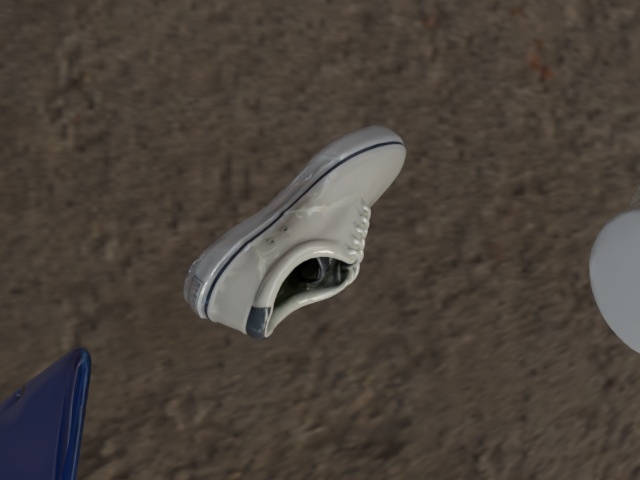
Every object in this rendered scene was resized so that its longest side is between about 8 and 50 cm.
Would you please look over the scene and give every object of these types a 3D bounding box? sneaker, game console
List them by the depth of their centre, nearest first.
[{"bbox_3d":[-0.194,0.257,1.476,0.250,0.173,0.293,46,143,-8],"label":"game console"},{"bbox_3d":[0.000,0.000,1.660,0.091,0.258,0.094,34,146,21],"label":"sneaker"}]

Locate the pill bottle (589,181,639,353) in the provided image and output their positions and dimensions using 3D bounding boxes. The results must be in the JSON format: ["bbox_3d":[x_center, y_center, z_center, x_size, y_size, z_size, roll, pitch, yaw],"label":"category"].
[{"bbox_3d":[0.347,-0.014,1.565,0.169,0.301,0.169,21,122,37],"label":"pill bottle"}]
